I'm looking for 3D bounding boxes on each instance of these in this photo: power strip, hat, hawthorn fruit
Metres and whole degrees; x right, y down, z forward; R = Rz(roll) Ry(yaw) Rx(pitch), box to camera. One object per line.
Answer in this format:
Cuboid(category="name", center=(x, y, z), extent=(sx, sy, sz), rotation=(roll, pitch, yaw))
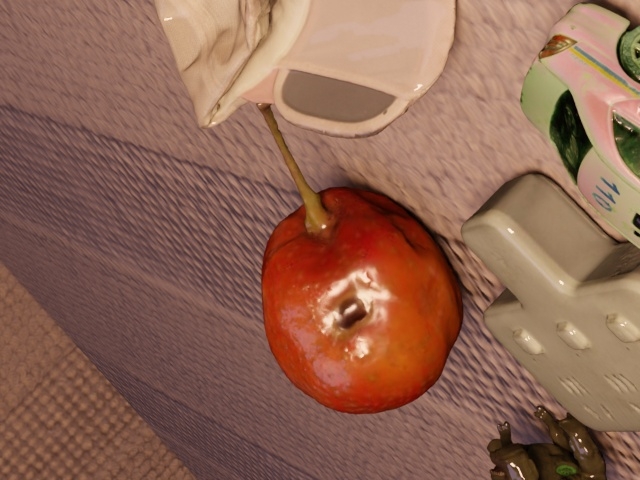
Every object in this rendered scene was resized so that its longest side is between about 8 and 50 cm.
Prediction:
Cuboid(category="power strip", center=(0.175, 0.042, 1.036), extent=(0.193, 0.059, 0.265), rotation=(45, 164, -6))
Cuboid(category="hat", center=(-0.033, -0.177, 0.963), extent=(0.226, 0.164, 0.219), rotation=(-8, 140, 18))
Cuboid(category="hawthorn fruit", center=(0.000, 0.000, 1.203), extent=(0.165, 0.165, 0.285), rotation=(20, 146, 53))

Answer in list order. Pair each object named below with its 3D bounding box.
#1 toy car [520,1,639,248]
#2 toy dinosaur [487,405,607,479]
Cuboid(category="toy car", center=(0.194, -0.023, 0.800), extent=(0.224, 0.076, 0.090), rotation=(39, 162, 14))
Cuboid(category="toy dinosaur", center=(0.202, 0.227, 1.321), extent=(0.187, 0.087, 0.179), rotation=(-109, -5, -79))
